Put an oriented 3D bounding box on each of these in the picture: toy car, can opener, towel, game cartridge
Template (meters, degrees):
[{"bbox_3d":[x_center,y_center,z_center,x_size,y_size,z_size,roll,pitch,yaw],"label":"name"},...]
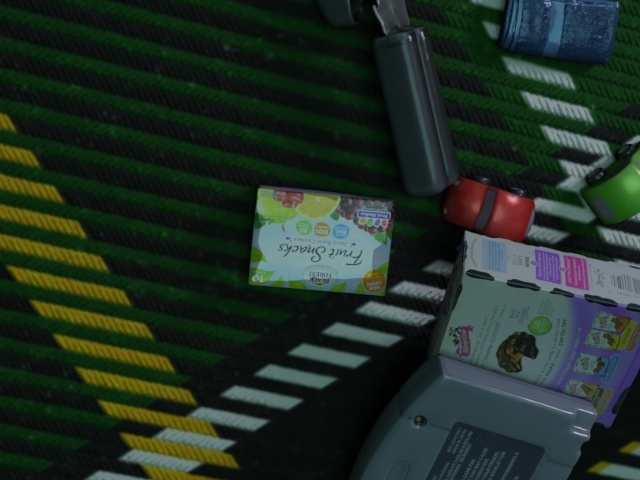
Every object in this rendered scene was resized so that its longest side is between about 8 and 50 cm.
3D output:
[{"bbox_3d":[0.275,-0.021,1.117,0.225,0.053,0.239,-40,100,0],"label":"toy car"},{"bbox_3d":[0.061,-0.181,1.074,0.095,0.076,0.283,-9,101,27],"label":"can opener"},{"bbox_3d":[0.244,-0.218,1.099,0.119,0.029,0.067,7,98,-8],"label":"towel"},{"bbox_3d":[0.130,0.256,1.099,0.196,0.060,0.294,17,115,-12],"label":"game cartridge"}]

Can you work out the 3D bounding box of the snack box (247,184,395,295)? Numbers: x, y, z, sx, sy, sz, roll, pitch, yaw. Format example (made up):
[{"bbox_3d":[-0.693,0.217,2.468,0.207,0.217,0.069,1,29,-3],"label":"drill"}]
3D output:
[{"bbox_3d":[0.000,0.000,1.097,0.141,0.037,0.100,5,99,-7],"label":"snack box"}]

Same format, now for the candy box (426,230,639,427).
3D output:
[{"bbox_3d":[0.217,0.091,1.071,0.196,0.070,0.165,12,128,-1],"label":"candy box"}]
